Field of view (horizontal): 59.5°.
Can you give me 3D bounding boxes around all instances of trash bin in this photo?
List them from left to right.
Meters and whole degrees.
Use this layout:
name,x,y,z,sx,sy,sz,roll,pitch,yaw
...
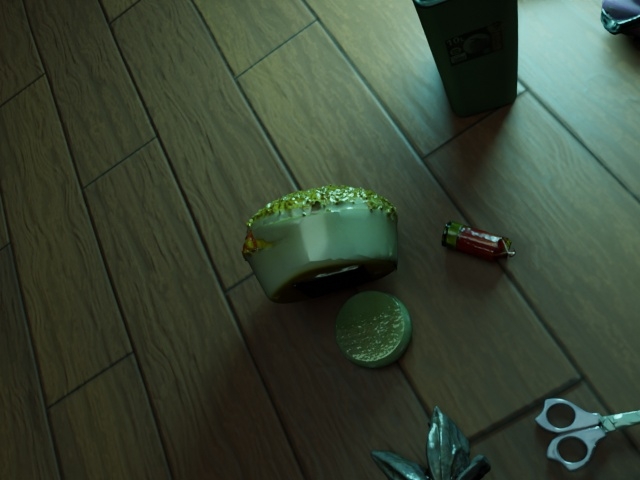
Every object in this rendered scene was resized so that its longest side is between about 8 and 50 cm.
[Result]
name,x,y,z,sx,sy,sz,roll,pitch,yaw
trash bin,0.269,-0.408,1.016,0.158,0.343,0.223,-15,64,18

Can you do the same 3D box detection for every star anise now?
name,x,y,z,sx,sy,sz,roll,pitch,yaw
star anise,0.191,0.401,0.869,0.198,0.110,0.258,-37,52,23

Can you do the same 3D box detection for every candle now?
name,x,y,z,sx,sy,sz,roll,pitch,yaw
candle,0.287,0.005,1.012,0.130,0.052,0.052,18,77,26

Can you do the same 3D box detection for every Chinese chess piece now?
name,x,y,z,sx,sy,sz,roll,pitch,yaw
Chinese chess piece,0.096,0.162,1.026,0.144,0.058,0.144,-8,66,18

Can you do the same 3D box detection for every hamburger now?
name,x,y,z,sx,sy,sz,roll,pitch,yaw
hamburger,0.000,0.000,1.008,0.294,0.276,0.179,-17,75,11

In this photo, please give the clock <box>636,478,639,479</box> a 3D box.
name,x,y,z,sx,sy,sz,roll,pitch,yaw
clock,0.513,0.463,0.721,0.318,0.080,0.318,-7,72,24

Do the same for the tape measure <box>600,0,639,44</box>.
name,x,y,z,sx,sy,sz,roll,pitch,yaw
tape measure,0.634,-0.456,1.003,0.231,0.149,0.245,32,91,26

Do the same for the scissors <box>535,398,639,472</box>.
name,x,y,z,sx,sy,sz,roll,pitch,yaw
scissors,0.444,0.279,0.855,0.212,0.021,0.110,-19,61,15
